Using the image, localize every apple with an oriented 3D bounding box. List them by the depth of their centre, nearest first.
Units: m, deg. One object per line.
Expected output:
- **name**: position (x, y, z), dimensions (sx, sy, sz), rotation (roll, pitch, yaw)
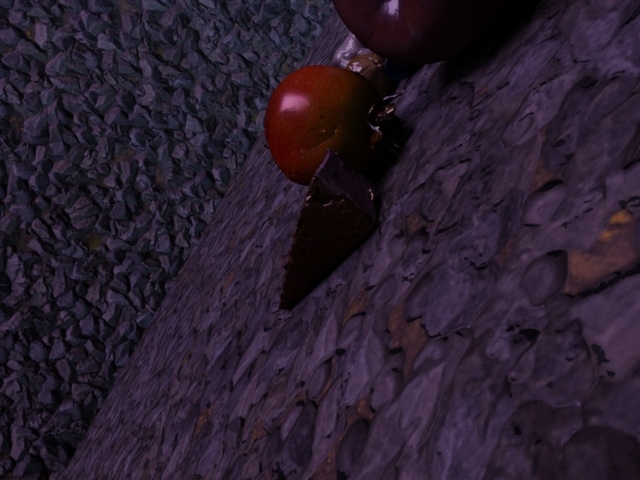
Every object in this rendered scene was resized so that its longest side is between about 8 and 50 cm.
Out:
- **apple**: position (0.157, -0.407, 0.821), dimensions (0.235, 0.305, 0.306), rotation (-40, 5, -30)

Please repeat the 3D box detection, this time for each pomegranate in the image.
- **pomegranate**: position (0.020, -0.184, 0.953), dimensions (0.235, 0.210, 0.210), rotation (5, 59, 35)

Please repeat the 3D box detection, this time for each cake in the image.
- **cake**: position (0.000, 0.000, 0.915), dimensions (0.116, 0.113, 0.295), rotation (-73, 9, -46)

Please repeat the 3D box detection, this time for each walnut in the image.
- **walnut**: position (0.092, -0.316, 1.162), dimensions (0.124, 0.105, 0.105), rotation (118, 173, -56)

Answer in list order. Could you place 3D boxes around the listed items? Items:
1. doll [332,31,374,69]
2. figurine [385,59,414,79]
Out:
- **doll**: position (0.103, -0.478, 1.424), dimensions (0.192, 0.095, 0.149), rotation (-58, 10, 5)
- **figurine**: position (0.167, -0.350, 1.045), dimensions (0.086, 0.087, 0.149), rotation (-24, 6, -21)
